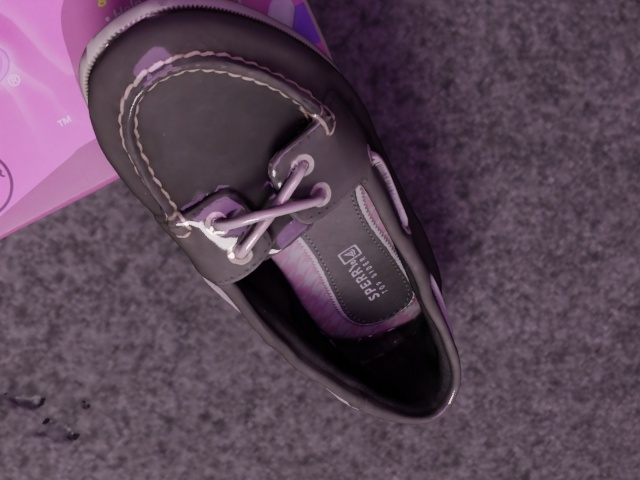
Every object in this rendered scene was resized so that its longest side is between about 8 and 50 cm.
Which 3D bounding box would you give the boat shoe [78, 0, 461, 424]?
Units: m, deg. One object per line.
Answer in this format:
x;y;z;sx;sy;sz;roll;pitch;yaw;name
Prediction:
0.000;0.000;0.667;0.112;0.095;0.335;-34;146;5;boat shoe

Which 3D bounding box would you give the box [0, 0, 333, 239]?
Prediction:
-0.145;-0.152;0.647;0.213;0.117;0.243;-27;113;-4;box
